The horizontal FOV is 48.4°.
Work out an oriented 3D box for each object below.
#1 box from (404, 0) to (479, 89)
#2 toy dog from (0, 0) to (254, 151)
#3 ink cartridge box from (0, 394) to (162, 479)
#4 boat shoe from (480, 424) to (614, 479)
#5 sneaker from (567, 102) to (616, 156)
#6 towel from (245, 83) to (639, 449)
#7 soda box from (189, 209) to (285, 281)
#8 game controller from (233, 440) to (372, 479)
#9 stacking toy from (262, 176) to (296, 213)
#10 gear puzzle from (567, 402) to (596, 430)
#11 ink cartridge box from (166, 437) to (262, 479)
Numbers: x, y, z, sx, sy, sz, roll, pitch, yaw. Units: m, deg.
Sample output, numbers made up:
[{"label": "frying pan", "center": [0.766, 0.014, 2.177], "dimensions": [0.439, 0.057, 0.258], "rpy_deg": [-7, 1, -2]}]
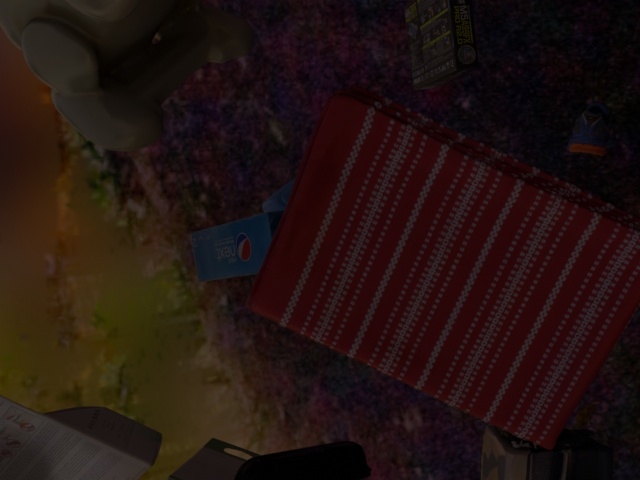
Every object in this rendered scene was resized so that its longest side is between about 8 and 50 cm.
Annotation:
[{"label": "box", "center": [0.285, -0.492, 1.709], "dimensions": [0.270, 0.060, 0.216], "rpy_deg": [-175, 78, -76]}, {"label": "toy dog", "center": [-0.255, -0.382, 0.793], "dimensions": [0.395, 0.284, 0.408], "rpy_deg": [35, 148, 19]}, {"label": "ink cartridge box", "center": [-0.341, 0.258, 0.888], "dimensions": [0.181, 0.225, 0.056], "rpy_deg": [-45, 21, 30]}, {"label": "boat shoe", "center": [0.290, 0.399, 0.934], "dimensions": [0.127, 0.158, 0.340], "rpy_deg": [-112, 26, -77]}, {"label": "sneaker", "center": [0.524, -0.218, 1.350], "dimensions": [0.083, 0.221, 0.087], "rpy_deg": [13, 112, 19]}, {"label": "towel", "center": [0.097, 0.026, 0.539], "dimensions": [0.031, 0.275, 0.199], "rpy_deg": [-61, -4, -73]}, {"label": "soda box", "center": [-0.090, 0.008, 0.920], "dimensions": [0.210, 0.067, 0.071], "rpy_deg": [-11, 89, 55]}, {"label": "game controller", "center": [-0.024, 0.392, 1.049], "dimensions": [0.067, 0.319, 0.166], "rpy_deg": [10, 87, 35]}, {"label": "stacking toy", "center": [0.000, 0.000, 1.687], "dimensions": [0.175, 0.166, 0.302], "rpy_deg": [29, 151, 46]}, {"label": "gear puzzle", "center": [0.594, 0.539, 1.820], "dimensions": [0.044, 0.339, 0.175], "rpy_deg": [35, 165, 37]}, {"label": "ink cartridge box", "center": [-0.216, 0.525, 1.570], "dimensions": [0.235, 0.171, 0.056], "rpy_deg": [-14, -60, -75]}]
